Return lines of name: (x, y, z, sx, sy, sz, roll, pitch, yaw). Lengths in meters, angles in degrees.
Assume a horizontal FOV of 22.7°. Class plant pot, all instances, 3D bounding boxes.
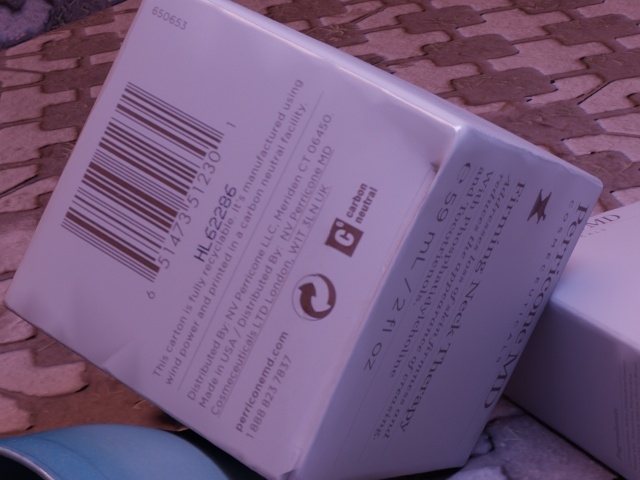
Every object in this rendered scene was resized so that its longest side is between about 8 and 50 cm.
plant pot: (-0.163, 0.264, 1.281, 0.272, 0.271, 0.255, 9, 14, 35)

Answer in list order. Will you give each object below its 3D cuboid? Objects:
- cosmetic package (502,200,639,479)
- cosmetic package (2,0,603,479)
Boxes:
cosmetic package: (0.366, 0.118, 1.559, 0.230, 0.161, 0.453, -17, 24, -22)
cosmetic package: (0.000, 0.000, 1.455, 0.327, 0.329, 0.394, 29, 8, 25)
